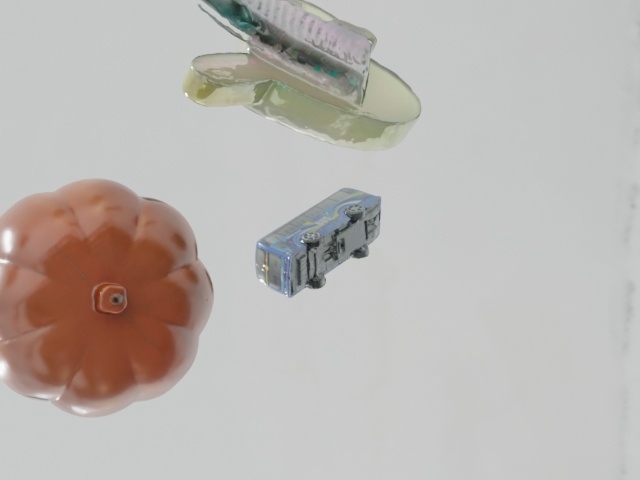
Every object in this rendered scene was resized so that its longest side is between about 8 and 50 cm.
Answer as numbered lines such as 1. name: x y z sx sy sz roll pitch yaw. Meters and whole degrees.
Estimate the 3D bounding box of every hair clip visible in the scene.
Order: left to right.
1. hair clip: -0.034 -0.121 0.928 0.218 0.159 0.071 36 -58 -14

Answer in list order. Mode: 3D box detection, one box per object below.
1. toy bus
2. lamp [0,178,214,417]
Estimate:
1. toy bus: 0.000 0.000 1.475 0.153 0.061 0.051 -32 -49 -45
2. lamp: -0.174 0.044 1.230 0.188 0.164 0.187 1 -92 -17
